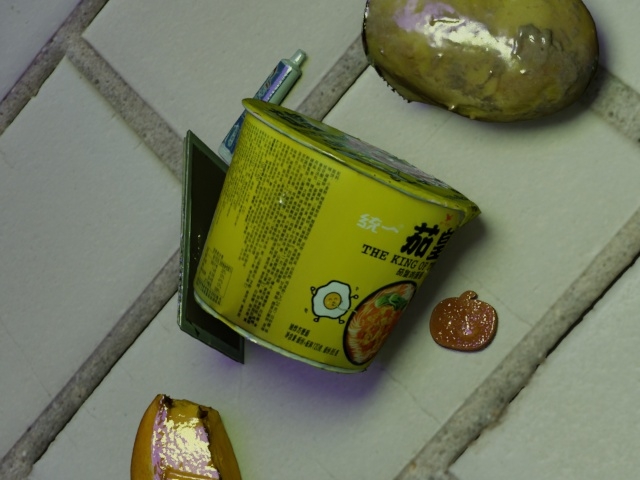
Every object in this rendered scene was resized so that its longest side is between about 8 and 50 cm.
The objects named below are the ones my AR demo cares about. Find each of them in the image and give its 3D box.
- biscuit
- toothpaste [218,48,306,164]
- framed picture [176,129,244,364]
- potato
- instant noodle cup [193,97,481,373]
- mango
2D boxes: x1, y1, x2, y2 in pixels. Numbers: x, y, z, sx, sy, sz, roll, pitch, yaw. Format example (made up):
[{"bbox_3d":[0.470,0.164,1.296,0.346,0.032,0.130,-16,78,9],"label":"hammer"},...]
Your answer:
[{"bbox_3d":[0.181,0.101,1.636,0.091,0.015,0.078,10,78,33],"label":"biscuit"},{"bbox_3d":[-0.084,-0.197,1.887,0.197,0.035,0.057,-53,40,8],"label":"toothpaste"},{"bbox_3d":[-0.145,0.014,1.746,0.016,0.216,0.273,-6,70,17],"label":"framed picture"},{"bbox_3d":[0.218,-0.251,1.623,0.266,0.229,0.229,13,81,29],"label":"potato"},{"bbox_3d":[0.000,0.000,1.617,0.326,0.326,0.254,31,100,35],"label":"instant noodle cup"},{"bbox_3d":[-0.178,0.329,1.718,0.154,0.126,0.252,-8,77,18],"label":"mango"}]
